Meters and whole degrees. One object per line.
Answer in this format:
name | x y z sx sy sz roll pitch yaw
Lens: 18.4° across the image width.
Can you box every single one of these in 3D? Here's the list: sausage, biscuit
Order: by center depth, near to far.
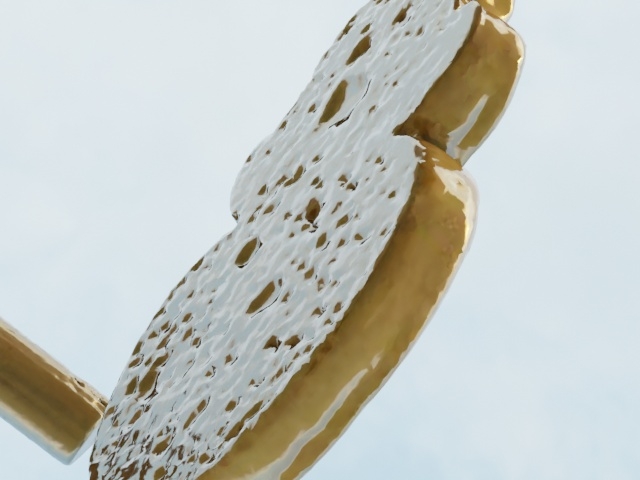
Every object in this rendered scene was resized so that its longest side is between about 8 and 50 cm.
biscuit | 0.001 0.001 0.776 0.202 0.044 0.289 -31 -154 47
sausage | -0.278 0.053 1.407 0.301 0.066 0.066 38 -111 1
